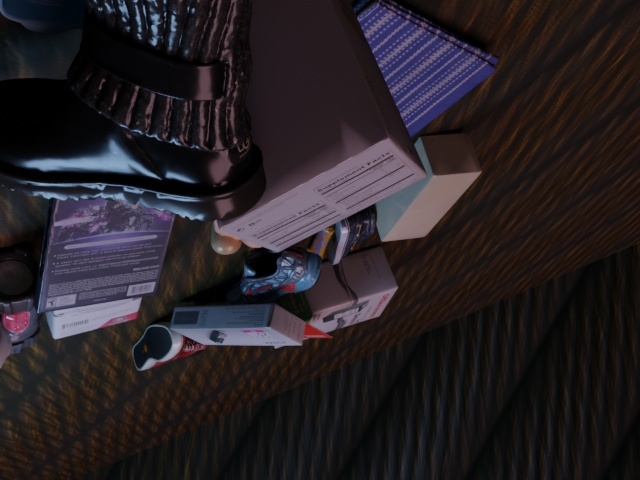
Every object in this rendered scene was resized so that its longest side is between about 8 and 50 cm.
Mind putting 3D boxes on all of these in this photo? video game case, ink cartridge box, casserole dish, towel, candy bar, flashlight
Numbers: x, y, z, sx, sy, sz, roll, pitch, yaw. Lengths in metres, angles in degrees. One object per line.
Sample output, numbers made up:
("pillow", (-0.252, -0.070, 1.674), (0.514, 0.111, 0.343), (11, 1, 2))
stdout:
("video game case", (-0.315, -0.008, 1.248), (0.196, 0.026, 0.274), (-8, 135, -35))
("ink cartridge box", (-0.395, 0.079, 1.444), (0.159, 0.092, 0.218), (-13, 161, -24))
("casserole dish", (-0.229, -0.265, 0.770), (0.114, 0.037, 0.188), (-4, 154, -41))
("towel", (0.087, -0.227, 1.191), (0.243, 0.040, 0.336), (-38, 153, 29))
("ink cartridge box", (-0.150, 0.203, 1.825), (0.275, 0.060, 0.239), (-5, 154, 33))
("candy bar", (0.000, 0.000, 1.742), (0.018, 0.040, 0.161), (-55, 175, -24))
("ink cartridge box", (0.017, 0.136, 1.994), (0.289, 0.121, 0.211), (-16, 160, -16))
("flashlight", (-0.521, 0.115, 1.402), (0.103, 0.103, 0.304), (14, 150, -15))

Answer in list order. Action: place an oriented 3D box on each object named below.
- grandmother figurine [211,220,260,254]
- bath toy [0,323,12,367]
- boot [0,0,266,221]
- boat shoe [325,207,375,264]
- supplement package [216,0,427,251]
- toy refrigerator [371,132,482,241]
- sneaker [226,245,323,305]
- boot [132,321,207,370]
("grandmother figurine", (-0.115, -0.080, 1.304), (0.208, 0.104, 0.342), (-31, 166, -12))
("bath toy", (-0.660, 0.175, 1.275), (0.348, 0.151, 0.129), (2, 136, -23))
("boot", (-0.210, -0.168, 0.767), (0.348, 0.131, 0.260), (9, 137, 15))
("boat shoe", (0.062, -0.006, 1.741), (0.083, 0.065, 0.183), (-14, 159, -16))
("supplement package", (-0.036, -0.155, 0.925), (0.204, 0.261, 0.145), (-27, 161, 16))
("toy refrigerator", (0.194, -0.100, 1.592), (0.102, 0.094, 0.269), (-7, 156, -20))
("sneaker", (-0.122, 0.065, 1.739), (0.125, 0.104, 0.262), (32, 136, -34))
("boot", (-0.324, 0.235, 1.963), (0.176, 0.088, 0.244), (-10, 166, -32))
